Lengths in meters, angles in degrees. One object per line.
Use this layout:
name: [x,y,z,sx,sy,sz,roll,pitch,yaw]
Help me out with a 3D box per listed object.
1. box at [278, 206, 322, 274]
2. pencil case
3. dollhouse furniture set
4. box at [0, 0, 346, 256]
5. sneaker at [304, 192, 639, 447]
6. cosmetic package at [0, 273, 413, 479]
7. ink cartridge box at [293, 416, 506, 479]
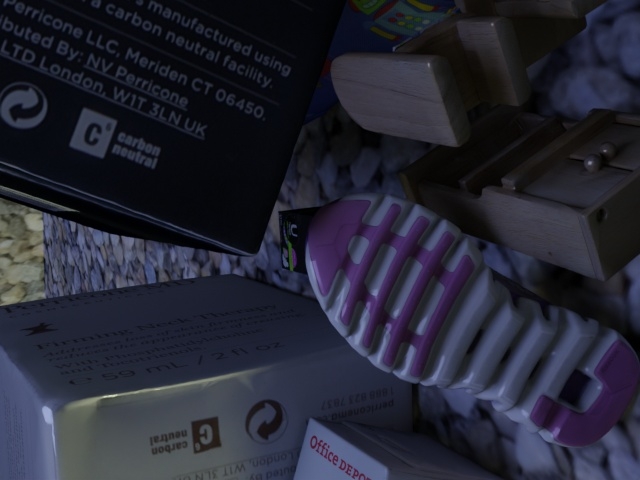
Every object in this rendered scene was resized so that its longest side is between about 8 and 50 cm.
box: [0.000,0.000,0.861,0.083,0.052,0.062,11,107,60]
pencil case: [0.021,-0.192,0.713,0.119,0.133,0.306,42,155,-13]
dollhouse furniture set: [0.101,-0.119,0.487,0.161,0.212,0.242,24,144,57]
box: [-0.169,-0.260,0.652,0.480,0.298,0.471,6,78,67]
sneaker: [0.086,0.047,0.564,0.095,0.236,0.104,-58,17,4]
cosmetic package: [-0.144,0.235,0.888,0.394,0.330,0.327,12,107,60]
ink cartridge box: [0.049,0.247,0.694,0.128,0.127,0.176,17,92,61]
